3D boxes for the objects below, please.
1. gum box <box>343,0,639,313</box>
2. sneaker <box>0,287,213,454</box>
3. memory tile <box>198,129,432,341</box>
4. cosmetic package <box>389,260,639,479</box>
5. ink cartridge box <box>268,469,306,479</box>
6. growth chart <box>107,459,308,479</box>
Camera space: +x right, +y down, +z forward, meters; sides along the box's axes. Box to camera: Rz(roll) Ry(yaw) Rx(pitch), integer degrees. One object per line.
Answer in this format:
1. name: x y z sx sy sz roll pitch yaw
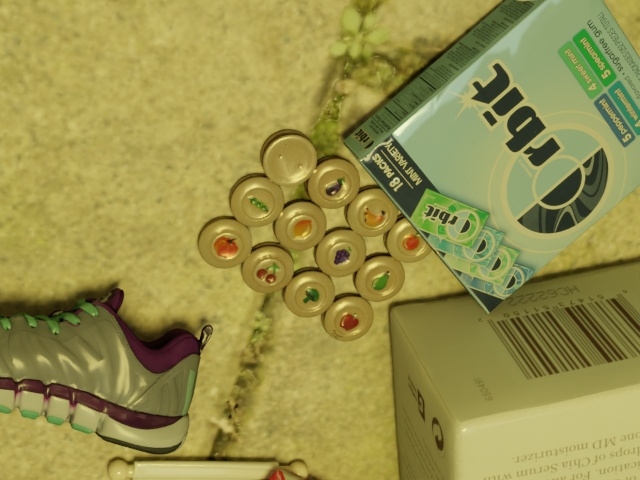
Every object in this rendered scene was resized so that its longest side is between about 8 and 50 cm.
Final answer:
1. gum box: 0.134 -0.066 0.785 0.184 0.041 0.157 -40 118 4
2. sneaker: -0.184 0.066 0.774 0.223 0.083 0.098 20 86 -23
3. memory tile: 0.000 0.000 0.807 0.148 0.012 0.113 32 104 -25
4. cosmetic package: 0.191 0.258 0.894 0.230 0.161 0.453 -9 117 -9
5. ink cartridge box: -0.039 0.316 0.839 0.100 0.172 0.237 28 105 -28
6. growth chart: -0.108 0.261 0.904 0.171 0.021 0.237 11 112 -19
